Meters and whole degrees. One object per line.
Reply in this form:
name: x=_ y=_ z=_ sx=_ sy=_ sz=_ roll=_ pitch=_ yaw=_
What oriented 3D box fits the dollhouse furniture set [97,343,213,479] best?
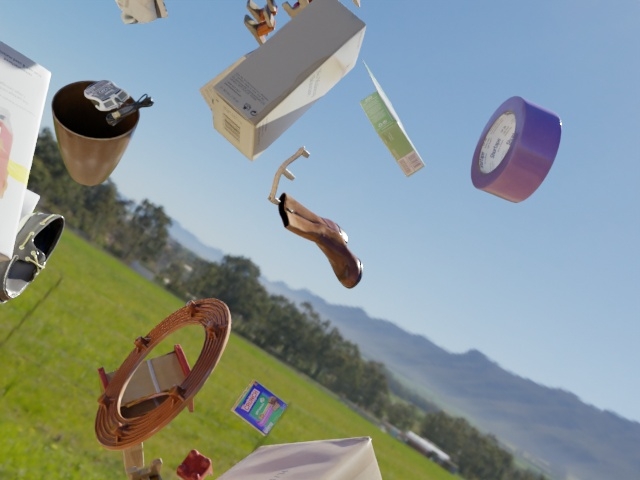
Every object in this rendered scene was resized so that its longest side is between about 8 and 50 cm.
dollhouse furniture set: x=-0.356 y=0.438 z=1.765 sx=0.152 sy=0.201 sz=0.374 roll=101 pitch=-32 yaw=-47

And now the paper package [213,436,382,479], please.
paper package: x=-0.076 y=0.508 z=1.448 sx=0.309 sy=0.168 sz=0.325 roll=-14 pitch=5 yaw=35

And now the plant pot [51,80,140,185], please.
plant pot: x=-0.594 y=-0.259 z=2.059 sx=0.215 sy=0.215 sz=0.230 roll=32 pitch=-43 yaw=7

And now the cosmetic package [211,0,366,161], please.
cosmetic package: x=-0.063 y=-0.314 z=1.511 sx=0.113 sy=0.309 sz=0.160 roll=43 pitch=-18 yaw=9

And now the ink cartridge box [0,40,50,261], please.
ink cartridge box: x=-0.673 y=-0.147 z=1.435 sx=0.279 sy=0.385 sz=0.160 roll=-9 pitch=-24 yaw=31

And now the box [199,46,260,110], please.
box: x=-0.216 y=-0.460 z=2.313 sx=0.232 sy=0.148 sz=0.127 roll=-23 pitch=-78 yaw=43

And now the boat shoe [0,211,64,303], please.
boat shoe: x=-0.555 y=0.026 z=1.498 sx=0.068 sy=0.228 sz=0.081 roll=-5 pitch=-48 yaw=12

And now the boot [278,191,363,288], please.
boot: x=0.000 y=0.000 z=2.384 sx=0.280 sy=0.096 sz=0.264 roll=32 pitch=35 yaw=-42

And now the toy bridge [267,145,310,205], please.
toy bridge: x=-0.099 y=-0.196 z=2.296 sx=0.026 sy=0.188 sz=0.063 roll=28 pitch=-6 yaw=36

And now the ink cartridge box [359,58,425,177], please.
ink cartridge box: x=0.144 y=-0.275 z=1.770 sx=0.171 sy=0.056 sz=0.235 roll=46 pitch=15 yaw=-48

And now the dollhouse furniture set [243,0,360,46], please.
dollhouse furniture set: x=-0.031 y=-0.577 z=1.898 sx=0.135 sy=0.262 sz=0.259 roll=54 pitch=24 yaw=-37

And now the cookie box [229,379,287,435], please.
cookie box: x=-0.151 y=0.407 z=1.919 sx=0.107 sy=0.092 sz=0.040 roll=37 pitch=-23 yaw=0

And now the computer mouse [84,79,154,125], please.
computer mouse: x=-0.450 y=-0.304 z=1.724 sx=0.193 sy=0.106 sz=0.042 roll=33 pitch=-27 yaw=44

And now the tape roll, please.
tape roll: x=0.366 y=-0.171 z=1.492 sx=0.080 sy=0.189 sz=0.189 roll=20 pitch=-4 yaw=-12

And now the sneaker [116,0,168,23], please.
sneaker: x=-0.360 y=-0.491 z=1.525 sx=0.235 sy=0.094 sz=0.090 roll=93 pitch=-19 yaw=-73

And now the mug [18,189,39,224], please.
mug: x=-0.860 y=-0.086 z=1.848 sx=0.328 sy=0.276 sz=0.374 roll=27 pitch=38 yaw=-19

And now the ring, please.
ring: x=-0.301 y=0.234 z=1.460 sx=0.032 sy=0.336 sz=0.336 roll=48 pitch=-12 yaw=-25
